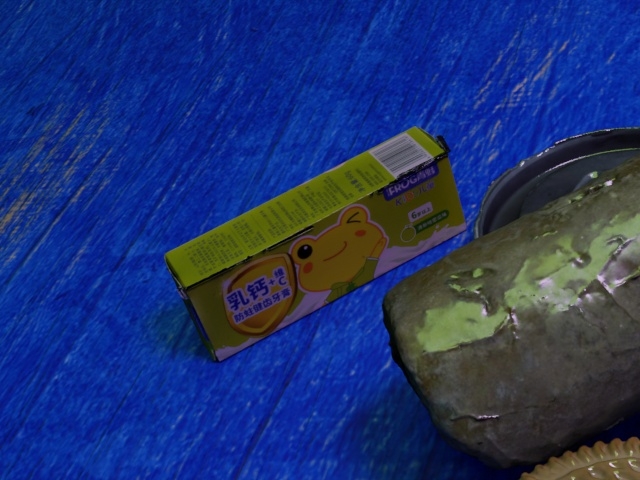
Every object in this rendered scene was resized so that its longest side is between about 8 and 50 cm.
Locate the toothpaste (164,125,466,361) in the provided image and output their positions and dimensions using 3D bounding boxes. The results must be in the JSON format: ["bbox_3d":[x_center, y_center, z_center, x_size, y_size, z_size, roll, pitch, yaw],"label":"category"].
[{"bbox_3d":[0.000,0.000,1.266,0.327,0.110,0.077,-28,38,-10],"label":"toothpaste"}]

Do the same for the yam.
[{"bbox_3d":[0.207,0.067,0.986,0.300,0.195,0.195,-28,35,6],"label":"yam"}]

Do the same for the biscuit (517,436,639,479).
[{"bbox_3d":[0.219,0.242,0.855,0.259,0.079,0.259,-13,29,7],"label":"biscuit"}]

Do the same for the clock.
[{"bbox_3d":[0.296,-0.016,1.192,0.280,0.055,0.281,-13,36,10],"label":"clock"}]
